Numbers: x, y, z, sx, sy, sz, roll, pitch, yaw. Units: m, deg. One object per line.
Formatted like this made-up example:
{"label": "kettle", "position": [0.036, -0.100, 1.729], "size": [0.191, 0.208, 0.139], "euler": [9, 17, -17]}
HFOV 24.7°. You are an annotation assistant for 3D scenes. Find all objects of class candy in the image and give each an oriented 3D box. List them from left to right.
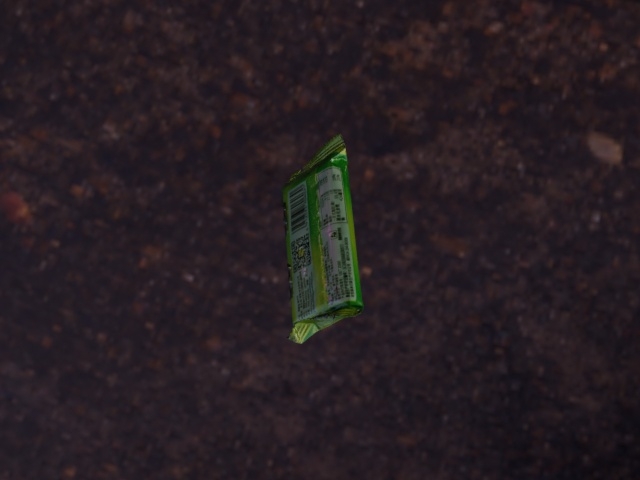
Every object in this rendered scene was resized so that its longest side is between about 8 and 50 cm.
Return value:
{"label": "candy", "position": [0.001, 0.000, 1.354], "size": [0.032, 0.178, 0.102], "euler": [10, 155, -35]}
